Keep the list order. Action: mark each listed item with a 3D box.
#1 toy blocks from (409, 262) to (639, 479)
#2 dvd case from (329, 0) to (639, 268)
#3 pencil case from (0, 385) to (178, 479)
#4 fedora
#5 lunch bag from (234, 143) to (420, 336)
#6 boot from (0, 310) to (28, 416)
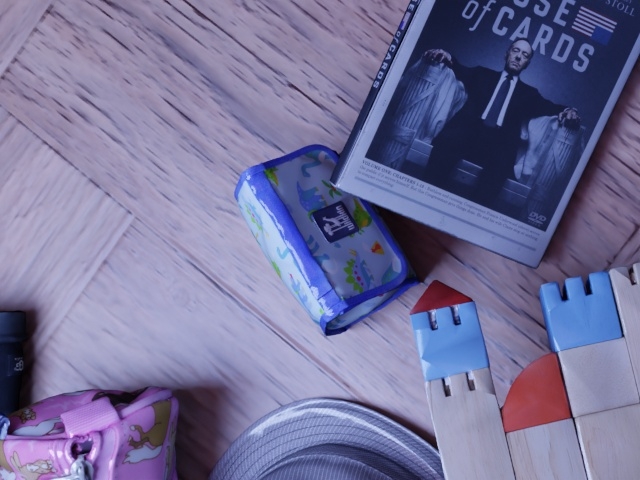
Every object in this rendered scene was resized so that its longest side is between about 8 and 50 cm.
[{"bbox_3d":[0.228,0.131,1.290,0.381,0.191,0.261,-12,81,4],"label":"toy blocks"},{"bbox_3d":[0.133,-0.117,1.332,0.179,0.029,0.238,21,99,-21],"label":"dvd case"},{"bbox_3d":[-0.161,0.309,1.401,0.160,0.167,0.386,-7,92,39],"label":"pencil case"},{"bbox_3d":[0.007,0.260,1.376,0.244,0.124,0.275,-45,79,12],"label":"fedora"},{"bbox_3d":[0.000,0.000,1.359,0.096,0.151,0.129,-35,81,15],"label":"lunch bag"},{"bbox_3d":[-0.355,0.162,1.496,0.246,0.094,0.207,-1,87,10],"label":"boot"}]
